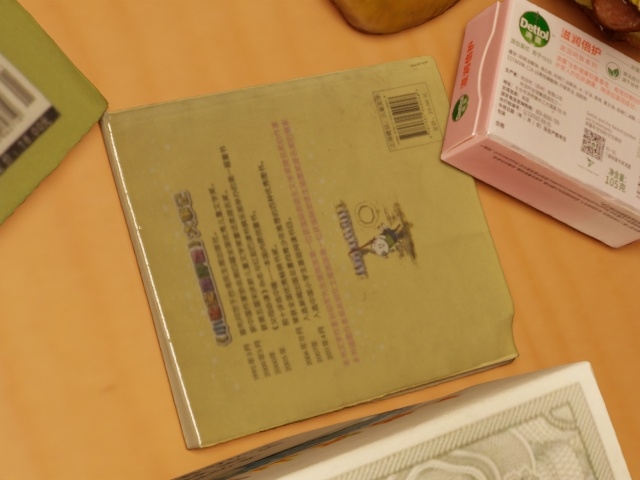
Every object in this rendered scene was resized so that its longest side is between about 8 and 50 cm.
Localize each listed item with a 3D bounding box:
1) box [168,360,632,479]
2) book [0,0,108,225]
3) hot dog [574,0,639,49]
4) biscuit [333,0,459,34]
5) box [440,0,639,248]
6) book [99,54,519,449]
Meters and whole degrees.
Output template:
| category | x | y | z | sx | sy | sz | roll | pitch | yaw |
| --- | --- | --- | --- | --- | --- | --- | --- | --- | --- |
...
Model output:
| category | x | y | z | sx | sy | sz | roll | pitch | yaw |
| --- | --- | --- | --- | --- | --- | --- | --- | --- | --- |
| box | -0.017 | 0.119 | 0.707 | 0.164 | 0.256 | 0.069 | -18 | 86 | -29 |
| book | -0.281 | -0.108 | 0.763 | 0.352 | 0.035 | 0.239 | 46 | 60 | -9 |
| hot dog | 0.175 | -0.153 | 0.946 | 0.123 | 0.093 | 0.261 | 28 | 30 | 8 |
| biscuit | 0.070 | -0.228 | 0.919 | 0.203 | 0.041 | 0.260 | 21 | 91 | -47 |
| box | 0.129 | -0.061 | 0.943 | 0.125 | 0.043 | 0.089 | 26 | 62 | -23 |
| book | 0.000 | 0.000 | 0.887 | 0.192 | 0.013 | 0.168 | -12 | 82 | -29 |
